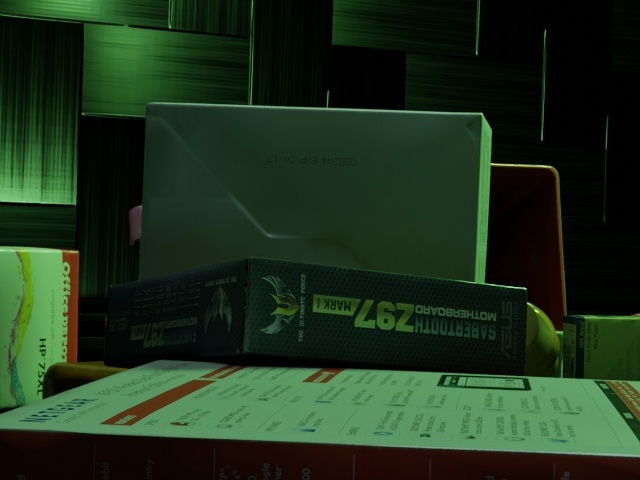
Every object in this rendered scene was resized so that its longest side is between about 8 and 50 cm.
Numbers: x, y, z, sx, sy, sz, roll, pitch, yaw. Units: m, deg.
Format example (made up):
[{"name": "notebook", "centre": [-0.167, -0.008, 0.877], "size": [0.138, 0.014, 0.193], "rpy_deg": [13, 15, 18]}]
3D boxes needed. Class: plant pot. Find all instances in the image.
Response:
[{"name": "plant pot", "centre": [0.202, 0.039, 2.473], "size": [0.267, 0.267, 0.236], "rpy_deg": [2, -13, -15]}]

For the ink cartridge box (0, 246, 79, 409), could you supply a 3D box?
[{"name": "ink cartridge box", "centre": [-0.274, 0.071, 1.352], "size": [0.078, 0.134, 0.231], "rpy_deg": [1, 0, 30]}]

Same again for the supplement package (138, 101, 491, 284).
[{"name": "supplement package", "centre": [0.000, 0.000, 1.293], "size": [0.261, 0.204, 0.145], "rpy_deg": [3, 0, 10]}]

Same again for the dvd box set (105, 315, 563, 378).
[{"name": "dvd box set", "centre": [0.011, 0.118, 1.793], "size": [0.420, 0.062, 0.307], "rpy_deg": [3, 1, 42]}]

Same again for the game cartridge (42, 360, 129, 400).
[{"name": "game cartridge", "centre": [-0.009, 0.123, 1.290], "size": [0.285, 0.053, 0.323], "rpy_deg": [2, 1, 33]}]

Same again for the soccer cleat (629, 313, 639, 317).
[{"name": "soccer cleat", "centre": [0.438, 0.126, 2.000], "size": [0.095, 0.083, 0.248], "rpy_deg": [7, -3, -6]}]

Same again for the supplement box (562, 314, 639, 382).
[{"name": "supplement box", "centre": [0.285, 0.116, 1.592], "size": [0.083, 0.083, 0.056], "rpy_deg": [1, -1, -4]}]

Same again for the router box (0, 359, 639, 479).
[{"name": "router box", "centre": [0.038, 0.110, 0.721], "size": [0.301, 0.082, 0.335], "rpy_deg": [2, 0, 7]}]

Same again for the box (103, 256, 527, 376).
[{"name": "box", "centre": [-0.011, 0.055, 0.996], "size": [0.183, 0.059, 0.232], "rpy_deg": [8, -9, -26]}]

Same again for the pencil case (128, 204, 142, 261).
[{"name": "pencil case", "centre": [-0.021, 0.009, 1.857], "size": [0.386, 0.167, 0.160], "rpy_deg": [2, 38, 13]}]

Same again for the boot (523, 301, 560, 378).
[{"name": "boot", "centre": [0.072, 0.071, 1.472], "size": [0.295, 0.104, 0.211], "rpy_deg": [15, -12, 12]}]
